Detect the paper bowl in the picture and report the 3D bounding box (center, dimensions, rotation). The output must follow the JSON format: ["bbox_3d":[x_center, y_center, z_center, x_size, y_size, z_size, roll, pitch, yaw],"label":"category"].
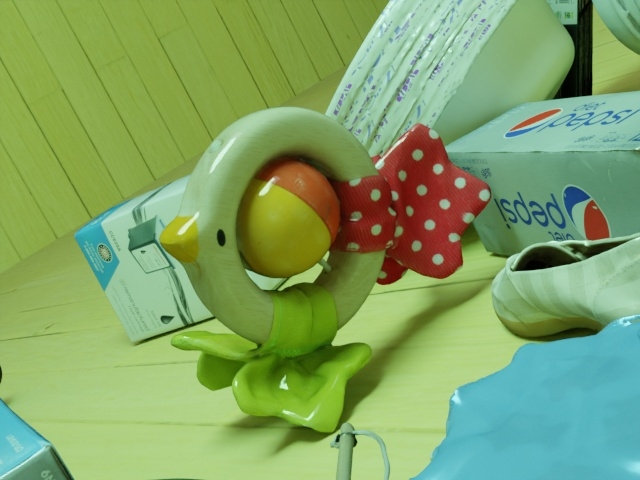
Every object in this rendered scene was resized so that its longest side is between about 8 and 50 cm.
[{"bbox_3d":[0.121,-0.130,1.044,0.284,0.148,0.284,-55,-8,-11],"label":"paper bowl"}]

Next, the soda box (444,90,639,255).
[{"bbox_3d":[0.193,-0.042,0.802,0.091,0.098,0.286,-31,12,-14],"label":"soda box"}]

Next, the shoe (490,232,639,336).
[{"bbox_3d":[0.158,0.020,0.697,0.076,0.058,0.219,-29,8,-13],"label":"shoe"}]

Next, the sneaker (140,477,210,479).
[{"bbox_3d":[-0.117,0.190,0.578,0.087,0.130,0.227,-24,-16,38],"label":"sneaker"}]

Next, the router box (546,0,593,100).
[{"bbox_3d":[0.252,-0.208,1.183,0.046,0.179,0.133,3,22,19],"label":"router box"}]

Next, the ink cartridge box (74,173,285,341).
[{"bbox_3d":[-0.144,0.012,1.214,0.190,0.140,0.082,-19,13,34],"label":"ink cartridge box"}]

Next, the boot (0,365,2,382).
[{"bbox_3d":[-0.392,0.205,1.156,0.248,0.090,0.207,-34,25,-33],"label":"boot"}]

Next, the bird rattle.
[{"bbox_3d":[0.000,0.000,0.795,0.253,0.207,0.143,-50,34,-15],"label":"bird rattle"}]

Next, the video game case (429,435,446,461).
[{"bbox_3d":[0.126,0.089,0.607,0.122,0.011,0.087,-17,15,43],"label":"video game case"}]

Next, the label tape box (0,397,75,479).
[{"bbox_3d":[-0.311,0.236,0.715,0.333,0.106,0.240,-32,13,-20],"label":"label tape box"}]

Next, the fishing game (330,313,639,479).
[{"bbox_3d":[0.128,0.091,0.505,0.264,0.041,0.189,-18,21,10],"label":"fishing game"}]

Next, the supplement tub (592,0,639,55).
[{"bbox_3d":[0.413,-0.284,1.006,0.235,0.235,0.325,-34,14,-27],"label":"supplement tub"}]
